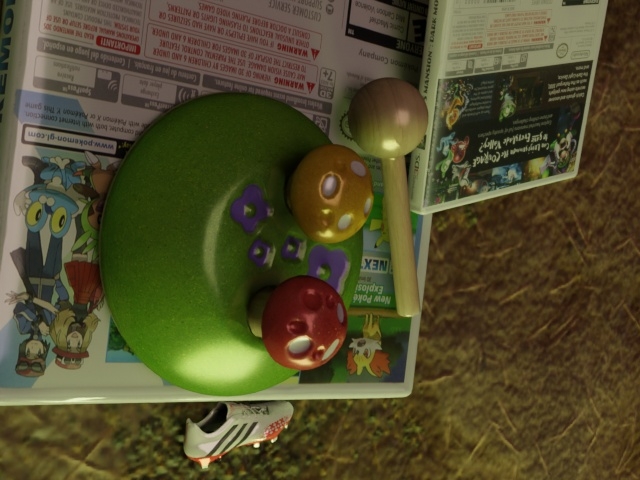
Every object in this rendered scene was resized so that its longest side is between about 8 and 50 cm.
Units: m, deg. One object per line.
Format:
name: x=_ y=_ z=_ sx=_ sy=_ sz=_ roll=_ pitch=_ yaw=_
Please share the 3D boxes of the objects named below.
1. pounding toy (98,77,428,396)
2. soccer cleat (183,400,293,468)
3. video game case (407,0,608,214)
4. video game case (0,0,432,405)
pounding toy: x=0.000 y=0.000 z=0.606 sx=0.236 sy=0.110 sz=0.183 roll=-18 pitch=106 yaw=-38
soccer cleat: x=-0.052 y=0.117 z=0.673 sx=0.083 sy=0.029 sz=0.036 roll=-19 pitch=119 yaw=-32
video game case: x=0.139 y=-0.117 z=0.750 sx=0.190 sy=0.022 sz=0.173 roll=-14 pitch=118 yaw=-42
video game case: x=-0.048 y=-0.049 z=0.657 sx=0.329 sy=0.036 sz=0.300 roll=7 pitch=90 yaw=-41
